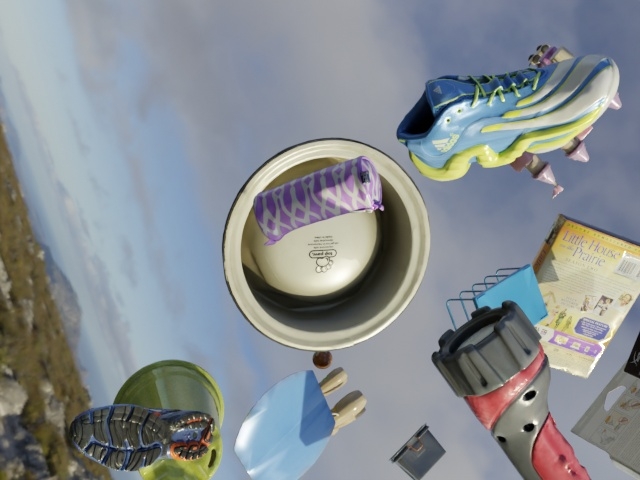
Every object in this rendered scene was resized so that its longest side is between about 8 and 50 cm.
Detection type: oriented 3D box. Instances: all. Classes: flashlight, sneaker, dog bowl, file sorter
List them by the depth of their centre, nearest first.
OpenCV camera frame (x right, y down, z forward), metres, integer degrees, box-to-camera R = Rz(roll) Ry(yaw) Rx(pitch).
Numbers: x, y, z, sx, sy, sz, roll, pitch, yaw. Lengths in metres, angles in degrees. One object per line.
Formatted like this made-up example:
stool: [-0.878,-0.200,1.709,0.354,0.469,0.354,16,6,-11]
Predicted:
flashlight: [0.235,0.206,0.619,0.304,0.103,0.103,53,-4,-2]
sneaker: [0.187,-0.139,0.679,0.240,0.126,0.091,-28,-122,33]
sneaker: [-0.245,0.262,0.851,0.087,0.221,0.083,-3,-109,34]
dog bowl: [0.000,0.000,1.240,0.150,0.407,0.408,-143,-141,-69]
file sorter: [0.364,0.137,1.311,0.104,0.170,0.118,-8,-75,61]

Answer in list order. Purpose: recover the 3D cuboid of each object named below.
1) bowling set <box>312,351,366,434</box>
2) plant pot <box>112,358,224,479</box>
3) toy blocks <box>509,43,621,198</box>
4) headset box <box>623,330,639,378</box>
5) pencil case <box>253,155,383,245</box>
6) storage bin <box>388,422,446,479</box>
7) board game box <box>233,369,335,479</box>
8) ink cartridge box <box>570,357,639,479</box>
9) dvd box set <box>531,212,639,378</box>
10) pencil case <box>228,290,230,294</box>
bowling set: [0.007,0.401,1.640,0.200,0.154,0.287,53,-10,22]
plant pot: [-0.335,0.439,1.444,0.254,0.275,0.276,-166,-120,-71]
toy blocks: [0.573,-0.294,1.550,0.260,0.289,0.309,38,19,-5]
headset box: [0.817,0.291,1.285,0.293,0.218,0.110,24,-85,50]
pencil case: [-0.002,-0.061,0.964,0.206,0.086,0.088,-16,-92,25]
storage bin: [0.261,0.559,1.654,0.091,0.135,0.098,44,-21,15]
board game box: [-0.051,0.235,0.792,0.033,0.133,0.169,24,-35,44]
ink cartridge box: [0.784,0.428,1.515,0.060,0.275,0.239,51,-13,-27]
dvd box set: [0.708,0.163,1.768,0.062,0.307,0.421,-96,-154,-68]
pencil case: [-0.109,0.029,1.454,0.113,0.124,0.273,-30,-143,63]
